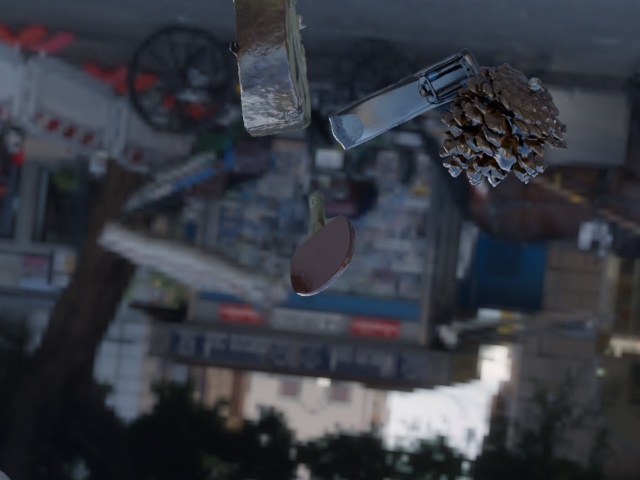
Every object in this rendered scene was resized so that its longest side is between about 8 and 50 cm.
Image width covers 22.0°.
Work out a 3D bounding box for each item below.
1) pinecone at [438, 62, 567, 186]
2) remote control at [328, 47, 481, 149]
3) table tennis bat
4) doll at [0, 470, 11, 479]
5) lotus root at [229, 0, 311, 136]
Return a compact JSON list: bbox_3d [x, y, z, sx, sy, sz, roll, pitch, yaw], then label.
[{"bbox_3d":[0.227,-0.141,2.112,0.173,0.173,0.173,6,179,0],"label":"pinecone"},{"bbox_3d":[0.112,-0.186,2.179,0.212,0.059,0.028,-26,-164,7],"label":"remote control"},{"bbox_3d":[0.000,0.000,1.736,0.013,0.087,0.156,39,-156,-29],"label":"table tennis bat"},{"bbox_3d":[-0.409,0.274,1.631,0.269,0.162,0.166,43,-177,-36],"label":"doll"},{"bbox_3d":[-0.056,-0.208,1.688,0.074,0.170,0.260,-3,141,3],"label":"lotus root"}]
